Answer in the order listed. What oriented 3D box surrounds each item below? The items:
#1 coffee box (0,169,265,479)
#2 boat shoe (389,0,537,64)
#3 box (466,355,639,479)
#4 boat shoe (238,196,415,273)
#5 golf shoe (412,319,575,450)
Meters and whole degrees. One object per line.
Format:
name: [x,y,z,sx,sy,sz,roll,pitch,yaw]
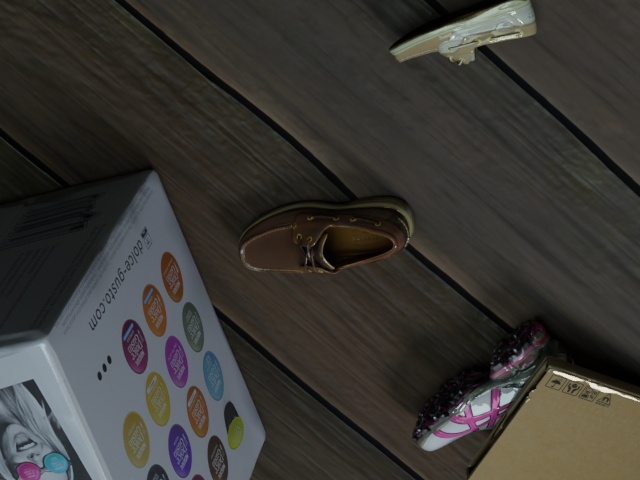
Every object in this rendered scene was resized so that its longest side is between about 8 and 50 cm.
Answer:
coffee box: [-0.291,0.176,1.663,0.338,0.337,0.334,-12,114,19]
boat shoe: [0.128,-0.180,1.539,0.135,0.050,0.045,-18,106,21]
box: [0.266,0.203,1.690,0.201,0.021,0.164,19,123,-18]
boat shoe: [0.000,0.000,1.659,0.178,0.060,0.064,-9,115,18]
golf shoe: [0.171,0.162,1.699,0.186,0.067,0.086,-39,105,27]
